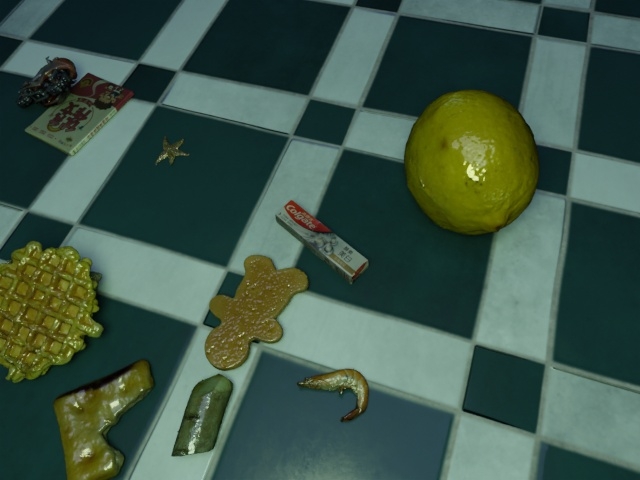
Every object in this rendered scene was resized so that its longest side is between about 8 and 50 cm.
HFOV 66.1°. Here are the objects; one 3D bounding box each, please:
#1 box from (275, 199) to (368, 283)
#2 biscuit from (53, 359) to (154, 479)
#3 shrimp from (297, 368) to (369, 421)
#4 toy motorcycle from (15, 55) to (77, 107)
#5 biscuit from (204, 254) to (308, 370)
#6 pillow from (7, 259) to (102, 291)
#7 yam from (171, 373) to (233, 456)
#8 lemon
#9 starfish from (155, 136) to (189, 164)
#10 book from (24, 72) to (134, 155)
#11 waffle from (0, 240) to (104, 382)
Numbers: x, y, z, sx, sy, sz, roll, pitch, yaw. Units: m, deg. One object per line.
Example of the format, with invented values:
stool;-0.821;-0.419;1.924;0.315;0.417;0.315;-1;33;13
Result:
box;0.000;0.000;1.002;0.218;0.039;0.055;40;71;23
biscuit;-0.367;0.319;0.851;0.174;0.039;0.183;-19;61;-9
shrimp;0.021;0.267;0.857;0.127;0.025;0.091;2;62;2
toy motorcycle;-0.689;-0.397;1.243;0.212;0.084;0.118;-4;59;32
biscuit;-0.132;0.138;0.936;0.158;0.035;0.240;25;65;20
pillow;-0.539;0.102;0.975;0.208;0.053;0.119;11;71;11
yam;-0.198;0.295;0.832;0.069;0.070;0.146;10;63;10
lemon;0.286;-0.148;0.947;0.260;0.260;0.284;-3;82;2
starfish;-0.359;-0.212;1.167;0.092;0.016;0.086;-42;64;-15
book;-0.607;-0.325;1.244;0.162;0.022;0.232;25;65;19
waffle;-0.523;0.123;0.909;0.237;0.059;0.243;-22;84;6
